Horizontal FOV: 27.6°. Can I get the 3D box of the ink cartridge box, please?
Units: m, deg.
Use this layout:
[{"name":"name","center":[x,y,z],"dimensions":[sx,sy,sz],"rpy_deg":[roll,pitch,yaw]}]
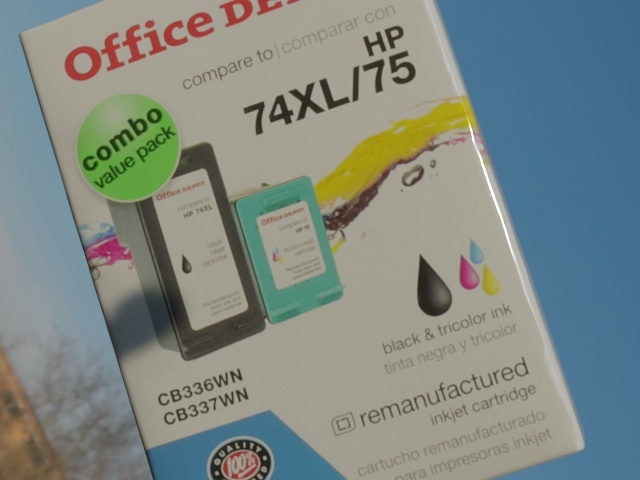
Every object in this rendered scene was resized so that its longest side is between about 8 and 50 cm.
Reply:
[{"name":"ink cartridge box","center":[0.000,0.000,0.685],"dimensions":[0.197,0.198,0.270],"rpy_deg":[17,54,-80]}]
